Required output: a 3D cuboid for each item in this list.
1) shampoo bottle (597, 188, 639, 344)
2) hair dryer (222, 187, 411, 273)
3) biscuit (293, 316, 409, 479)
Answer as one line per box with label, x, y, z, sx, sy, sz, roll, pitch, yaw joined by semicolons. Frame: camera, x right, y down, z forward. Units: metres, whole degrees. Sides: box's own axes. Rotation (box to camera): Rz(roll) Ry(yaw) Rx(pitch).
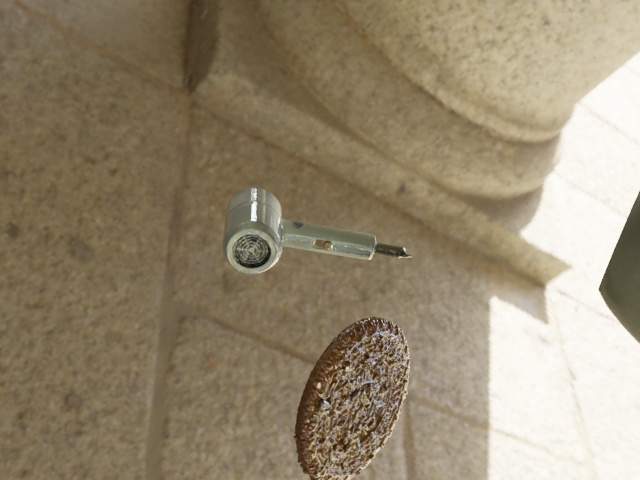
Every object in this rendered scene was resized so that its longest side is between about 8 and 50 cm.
shampoo bottle;0.520;0.028;1.144;0.317;0.322;0.322;34;32;20
hair dryer;0.000;0.000;1.727;0.357;0.107;0.173;8;27;-7
biscuit;0.064;0.277;1.594;0.038;0.305;0.305;19;19;37
